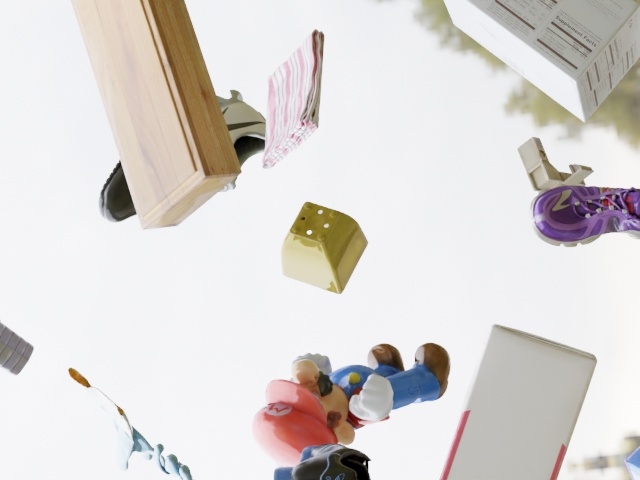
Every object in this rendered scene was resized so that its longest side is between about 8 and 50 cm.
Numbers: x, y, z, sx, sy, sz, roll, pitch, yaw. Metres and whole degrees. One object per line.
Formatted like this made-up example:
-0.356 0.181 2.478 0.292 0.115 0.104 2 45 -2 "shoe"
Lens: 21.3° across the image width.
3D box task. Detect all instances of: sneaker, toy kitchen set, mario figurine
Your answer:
0.020 0.259 1.827 0.232 0.090 0.081 -4 -95 -77 "sneaker"
0.300 -0.036 1.777 0.071 0.170 0.068 131 132 -71 "sneaker"
0.343 -0.113 2.436 0.083 0.068 0.075 7 -125 -43 "toy kitchen set"
0.031 0.184 2.208 0.170 0.198 0.320 51 -142 15 "mario figurine"
-0.222 -0.121 2.889 0.146 0.330 0.122 44 162 30 "sneaker"

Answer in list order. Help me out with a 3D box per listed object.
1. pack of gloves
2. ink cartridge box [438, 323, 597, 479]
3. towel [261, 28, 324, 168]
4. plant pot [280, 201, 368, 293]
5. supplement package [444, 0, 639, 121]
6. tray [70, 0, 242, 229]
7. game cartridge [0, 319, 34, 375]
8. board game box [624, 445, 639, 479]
-0.184 0.243 1.834 0.046 0.195 0.232 -48 -21 -11 "pack of gloves"
0.207 0.202 1.840 0.283 0.117 0.207 28 -99 -84 "ink cartridge box"
-0.044 -0.194 2.358 0.197 0.029 0.144 145 133 -63 "towel"
0.000 0.000 2.006 0.081 0.081 0.083 -62 -22 -25 "plant pot"
0.321 -0.327 2.461 0.262 0.145 0.204 40 179 18 "supplement package"
-0.260 -0.245 2.602 0.076 0.203 0.410 -9 -108 -38 "tray"
-0.524 0.039 2.057 0.068 0.355 0.230 -58 -11 -14 "game cartridge"
0.614 0.253 2.274 0.233 0.347 0.078 30 154 49 "board game box"
